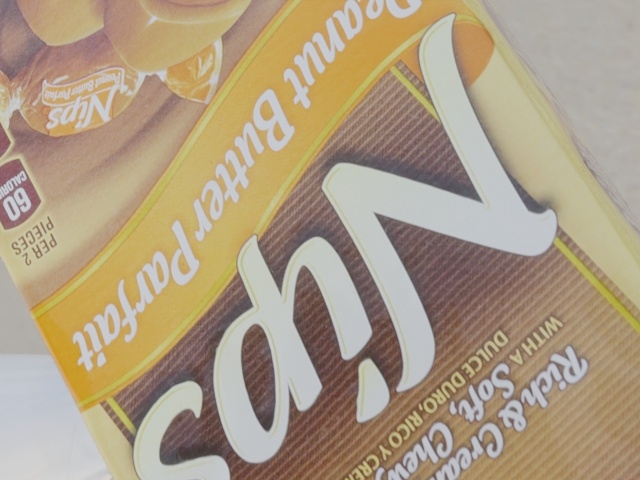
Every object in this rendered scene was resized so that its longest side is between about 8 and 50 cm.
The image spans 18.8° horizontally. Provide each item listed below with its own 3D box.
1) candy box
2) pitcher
[{"bbox_3d":[0.000,0.000,0.649,0.183,0.087,0.316,-35,67,12],"label":"candy box"},{"bbox_3d":[-0.150,0.131,0.967,0.207,0.125,0.178,-22,38,26],"label":"pitcher"}]
